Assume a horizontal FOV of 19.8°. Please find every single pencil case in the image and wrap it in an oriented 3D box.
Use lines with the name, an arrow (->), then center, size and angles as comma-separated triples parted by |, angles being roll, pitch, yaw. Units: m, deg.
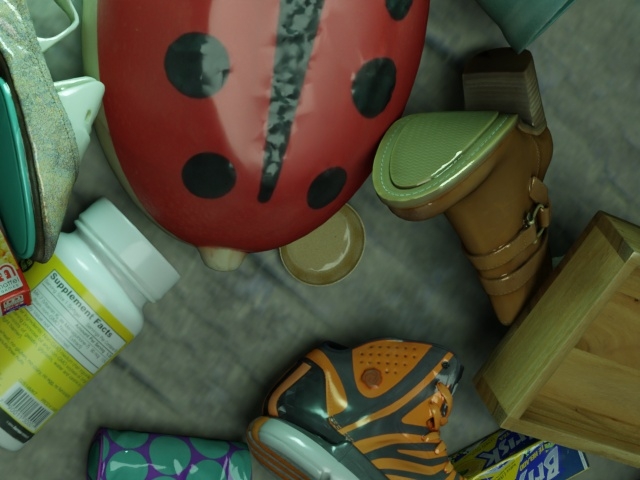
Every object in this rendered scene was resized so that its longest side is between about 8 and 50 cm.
pencil case -> -0.135, 0.209, 1.652 | 0.152, 0.064, 0.070 | 9, 85, -20

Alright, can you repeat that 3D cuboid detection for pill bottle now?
pill bottle -> -0.226, 0.068, 1.559 | 0.208, 0.119, 0.119 | -44, 112, -5

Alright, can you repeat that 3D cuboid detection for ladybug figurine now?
ladybug figurine -> -0.041, -0.188, 1.537 | 0.305, 0.162, 0.449 | 3, 102, -19

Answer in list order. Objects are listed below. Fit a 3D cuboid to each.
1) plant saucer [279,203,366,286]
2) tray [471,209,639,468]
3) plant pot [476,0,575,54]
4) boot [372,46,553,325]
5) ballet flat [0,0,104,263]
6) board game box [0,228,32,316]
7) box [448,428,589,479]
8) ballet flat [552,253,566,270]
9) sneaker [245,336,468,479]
plant saucer -> 0.000, 0.000, 1.674 | 0.083, 0.015, 0.083 | -5, 105, -18
tray -> 0.359, 0.123, 1.717 | 0.411, 0.076, 0.203 | 19, 116, -35
plant pot -> 0.202, -0.329, 1.544 | 0.196, 0.293, 0.293 | 45, 86, 2
boot -> 0.136, -0.020, 1.606 | 0.109, 0.283, 0.220 | 0, 117, 20
ballet flat -> -0.237, -0.142, 1.485 | 0.106, 0.107, 0.316 | -17, 91, -27
board game box -> -0.341, -0.007, 1.489 | 0.147, 0.045, 0.193 | -25, 75, -14
box -> 0.169, 0.225, 1.760 | 0.169, 0.059, 0.054 | -27, 112, -11
ballet flat -> 0.303, 0.058, 1.756 | 0.241, 0.077, 0.091 | 3, 103, -19
sneaker -> 0.107, 0.200, 1.648 | 0.321, 0.124, 0.180 | 37, 68, 2
